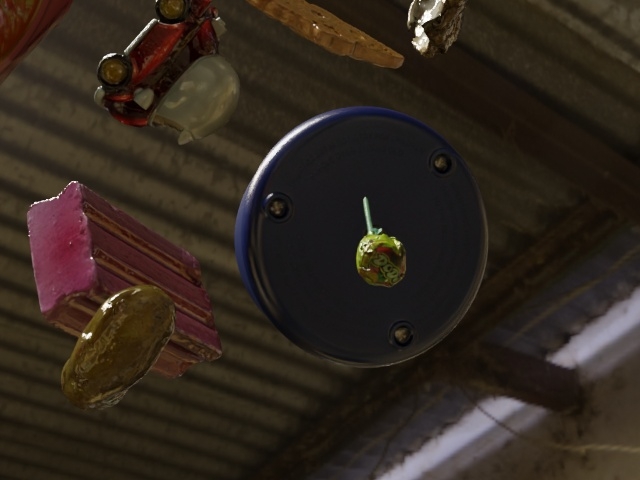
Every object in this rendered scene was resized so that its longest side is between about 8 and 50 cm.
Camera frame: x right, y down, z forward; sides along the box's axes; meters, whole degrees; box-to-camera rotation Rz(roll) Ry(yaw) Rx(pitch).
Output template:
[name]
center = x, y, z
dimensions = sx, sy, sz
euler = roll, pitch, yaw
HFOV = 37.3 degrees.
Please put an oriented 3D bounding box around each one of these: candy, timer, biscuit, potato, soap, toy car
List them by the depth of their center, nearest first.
[potato]
center = -0.118, 0.064, 0.543
dimensions = 0.045, 0.046, 0.092
euler = 39, -71, -5
[candy]
center = 0.040, -0.004, 0.693
dimensions = 0.035, 0.123, 0.035
euler = 3, -65, -5
[toy car]
center = -0.124, -0.149, 0.865
dimensions = 0.112, 0.112, 0.139
euler = 39, -87, 2
[timer]
center = 0.000, 0.000, 1.137
dimensions = 0.270, 0.270, 0.383
euler = 18, -7, -16
[biscuit]
center = 0.003, -0.281, 1.250
dimensions = 0.250, 0.162, 0.035
euler = 19, -62, -22
[soap]
center = -0.333, 0.078, 1.656
dimensions = 0.128, 0.233, 0.359
euler = -29, -35, 15

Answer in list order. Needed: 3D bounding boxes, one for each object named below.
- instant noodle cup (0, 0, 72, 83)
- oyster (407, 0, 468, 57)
[instant noodle cup]
center = -0.269, -0.147, 0.547
dimensions = 0.244, 0.255, 0.244
euler = 8, -56, 12
[oyster]
center = 0.135, -0.305, 0.712
dimensions = 0.078, 0.129, 0.345
euler = 17, -80, 4
